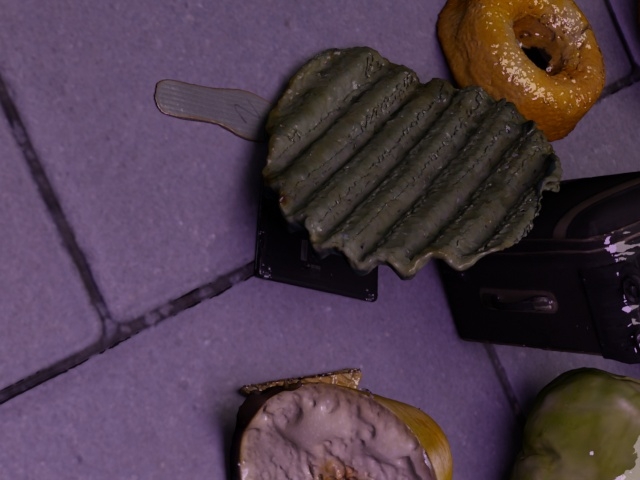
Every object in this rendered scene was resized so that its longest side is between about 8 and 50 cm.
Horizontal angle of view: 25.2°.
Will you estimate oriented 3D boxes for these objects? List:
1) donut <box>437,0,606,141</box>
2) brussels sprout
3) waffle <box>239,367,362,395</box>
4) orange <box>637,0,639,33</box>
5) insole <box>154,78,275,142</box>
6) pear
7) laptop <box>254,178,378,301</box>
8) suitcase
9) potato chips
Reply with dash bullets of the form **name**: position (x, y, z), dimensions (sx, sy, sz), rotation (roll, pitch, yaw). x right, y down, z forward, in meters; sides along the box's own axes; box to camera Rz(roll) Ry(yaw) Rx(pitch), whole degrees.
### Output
- **donut**: position (0.279, -0.255, 1.971), dimensions (0.253, 0.118, 0.253), rotation (14, 57, -23)
- **brussels sprout**: position (0.361, 0.320, 1.801), dimensions (0.317, 0.242, 0.274), rotation (56, 34, -32)
- **waffle**: position (-0.023, 0.167, 1.689), dimensions (0.152, 0.023, 0.097), rotation (30, 61, -26)
- **orange**: position (0.622, -0.336, 2.119), dimensions (0.312, 0.312, 0.312), rotation (10, 72, -33)
- **insole**: position (-0.117, -0.158, 1.722), dimensions (0.188, 0.004, 0.064), rotation (10, 71, -33)
- **pear**: position (0.044, 0.249, 1.606), dimensions (0.178, 0.267, 0.267), rotation (-27, 94, -60)
- **laptop**: position (0.000, 0.000, 1.756), dimensions (0.180, 0.016, 0.129), rotation (13, 71, -34)
- **suitcase**: position (0.337, 0.027, 1.729), dimensions (0.283, 0.434, 0.194), rotation (-19, 97, -25)
- **potato chips**: position (0.101, -0.097, 1.699), dimensions (0.358, 0.070, 0.429), rotation (21, 39, 16)
